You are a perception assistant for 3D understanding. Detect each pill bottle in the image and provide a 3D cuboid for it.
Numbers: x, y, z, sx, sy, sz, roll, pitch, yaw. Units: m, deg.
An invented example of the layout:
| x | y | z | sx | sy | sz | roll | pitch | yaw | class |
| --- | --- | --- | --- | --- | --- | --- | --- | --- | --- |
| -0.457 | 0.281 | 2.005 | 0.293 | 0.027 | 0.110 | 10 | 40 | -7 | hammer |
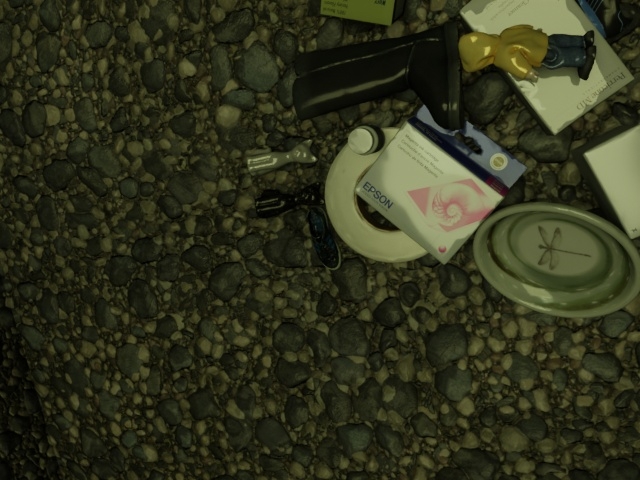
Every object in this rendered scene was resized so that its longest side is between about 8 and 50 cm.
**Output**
| x | y | z | sx | sy | sz | roll | pitch | yaw | class |
| --- | --- | --- | --- | --- | --- | --- | --- | --- | --- |
| 0.121 | -0.266 | 1.434 | 0.078 | 0.137 | 0.078 | 4 | 103 | 17 | pill bottle |

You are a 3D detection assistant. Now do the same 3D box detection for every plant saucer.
| x | y | z | sx | sy | sz | roll | pitch | yaw | class |
| --- | --- | --- | --- | --- | --- | --- | --- | --- | --- |
| 0.597 | 0.034 | 1.372 | 0.400 | 0.100 | 0.400 | 23 | 145 | 17 | plant saucer |

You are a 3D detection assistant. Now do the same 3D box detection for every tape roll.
| x | y | z | sx | sy | sz | roll | pitch | yaw | class |
| --- | --- | --- | --- | --- | --- | --- | --- | --- | --- |
| 0.204 | -0.131 | 1.547 | 0.392 | 0.072 | 0.392 | 4 | 103 | 18 | tape roll |

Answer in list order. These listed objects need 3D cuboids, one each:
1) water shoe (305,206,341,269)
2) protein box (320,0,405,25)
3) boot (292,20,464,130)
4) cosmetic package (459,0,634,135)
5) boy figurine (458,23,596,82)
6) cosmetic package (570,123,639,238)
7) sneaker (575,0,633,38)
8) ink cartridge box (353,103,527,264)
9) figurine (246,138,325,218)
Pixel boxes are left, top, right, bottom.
| x | y | z | sx | sy | sz | roll | pitch | yaw | class |
| --- | --- | --- | --- | --- | --- | --- | --- | --- | --- |
| 0.000 | 0.000 | 1.636 | 0.073 | 0.080 | 0.203 | -19 | 94 | 22 | water shoe |
| 0.120 | -0.686 | 1.395 | 0.200 | 0.136 | 0.201 | 16 | 127 | 15 | protein box |
| 0.135 | -0.388 | 1.393 | 0.445 | 0.367 | 0.146 | -5 | 138 | 16 | boot |
| 0.539 | -0.467 | 1.319 | 0.217 | 0.156 | 0.385 | -39 | 86 | 19 | cosmetic package |
| 0.451 | -0.412 | 1.199 | 0.285 | 0.177 | 0.092 | 4 | 145 | 11 | boy figurine |
| 0.724 | -0.146 | 1.285 | 0.138 | 0.225 | 0.224 | -29 | 91 | 22 | cosmetic package |
| 0.658 | -0.597 | 1.298 | 0.090 | 0.081 | 0.232 | -29 | 98 | 19 | sneaker |
| 0.310 | -0.160 | 1.432 | 0.324 | 0.071 | 0.330 | 39 | 110 | 8 | ink cartridge box |
| -0.099 | -0.189 | 1.627 | 0.209 | 0.092 | 0.215 | -10 | 90 | 15 | figurine |
